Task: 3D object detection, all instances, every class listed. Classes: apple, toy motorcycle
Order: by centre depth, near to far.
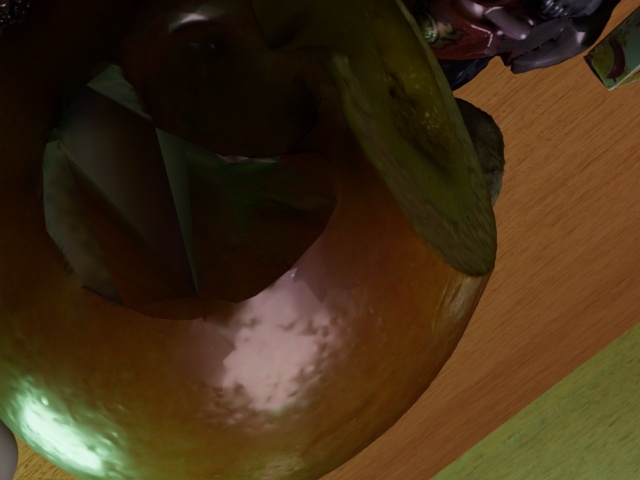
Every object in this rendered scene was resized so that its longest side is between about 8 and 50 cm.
[{"bbox_3d":[-0.066,-0.028,1.044,0.384,0.374,0.374,-62,166,-14],"label":"apple"},{"bbox_3d":[0.210,-0.245,1.232,0.401,0.134,0.207,-34,167,8],"label":"toy motorcycle"}]

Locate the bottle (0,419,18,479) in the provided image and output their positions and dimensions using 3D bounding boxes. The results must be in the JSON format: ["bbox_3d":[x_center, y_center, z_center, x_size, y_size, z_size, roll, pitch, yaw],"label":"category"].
[{"bbox_3d":[-0.322,0.118,1.274,0.104,0.104,0.245,-30,140,-6],"label":"bottle"}]

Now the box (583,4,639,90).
[{"bbox_3d":[0.277,-0.184,1.221,0.050,0.041,0.207,-19,163,-41],"label":"box"}]

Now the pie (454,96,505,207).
[{"bbox_3d":[0.000,0.000,1.325,0.323,0.323,0.070,-33,118,2],"label":"pie"}]

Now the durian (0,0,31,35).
[{"bbox_3d":[-0.196,-0.149,0.896,0.148,0.091,0.188,-36,166,13],"label":"durian"}]
